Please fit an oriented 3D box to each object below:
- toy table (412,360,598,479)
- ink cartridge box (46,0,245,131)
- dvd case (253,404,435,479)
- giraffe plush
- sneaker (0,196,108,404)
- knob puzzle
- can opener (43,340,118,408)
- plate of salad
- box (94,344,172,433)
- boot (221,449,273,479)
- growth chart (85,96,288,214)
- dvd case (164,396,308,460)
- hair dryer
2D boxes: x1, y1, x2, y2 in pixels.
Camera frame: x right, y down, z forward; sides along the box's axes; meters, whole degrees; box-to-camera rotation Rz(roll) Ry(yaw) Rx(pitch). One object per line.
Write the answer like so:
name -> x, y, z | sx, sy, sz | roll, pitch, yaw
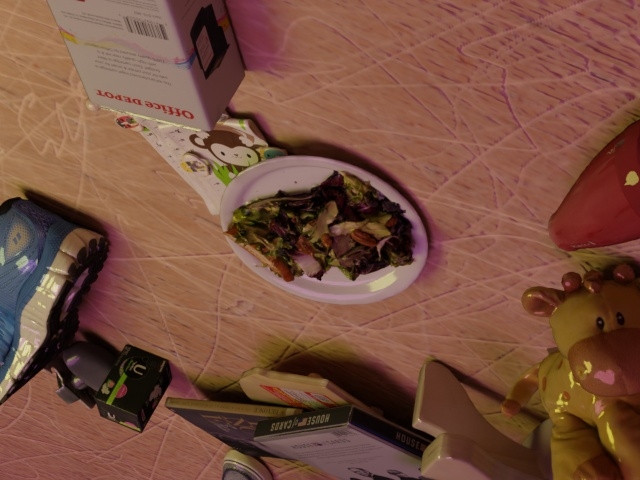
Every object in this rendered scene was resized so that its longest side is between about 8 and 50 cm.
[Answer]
toy table -> 0.164, 0.254, 1.557 | 0.161, 0.252, 0.274 | 13, 142, -7
ink cartridge box -> -0.148, -0.183, 1.276 | 0.127, 0.072, 0.175 | 15, 148, 22
dvd case -> 0.068, 0.249, 1.752 | 0.238, 0.030, 0.179 | 29, 152, -30
giraffe plush -> 0.255, 0.107, 1.339 | 0.210, 0.181, 0.170 | 49, 156, 41
sneaker -> -0.358, 0.068, 1.778 | 0.147, 0.130, 0.330 | 38, 131, 7
knob puzzle -> -0.008, 0.178, 1.751 | 0.213, 0.030, 0.213 | 19, 162, 6
can opener -> -0.347, 0.102, 1.909 | 0.095, 0.076, 0.283 | -28, 124, 18
plate of salad -> 0.000, 0.000, 1.429 | 0.200, 0.048, 0.200 | 10, 138, 9
box -> -0.230, 0.183, 1.897 | 0.062, 0.083, 0.052 | 20, 149, 14
boot -> -0.107, 0.358, 2.063 | 0.069, 0.086, 0.190 | 17, 148, 20
growth chart -> -0.091, -0.072, 1.455 | 0.172, 0.021, 0.237 | -10, 134, 46
dvd case -> -0.059, 0.235, 1.869 | 0.221, 0.018, 0.164 | -1, 152, 40
hair dryer -> 0.300, -0.010, 1.164 | 0.293, 0.080, 0.223 | 5, 144, 35
